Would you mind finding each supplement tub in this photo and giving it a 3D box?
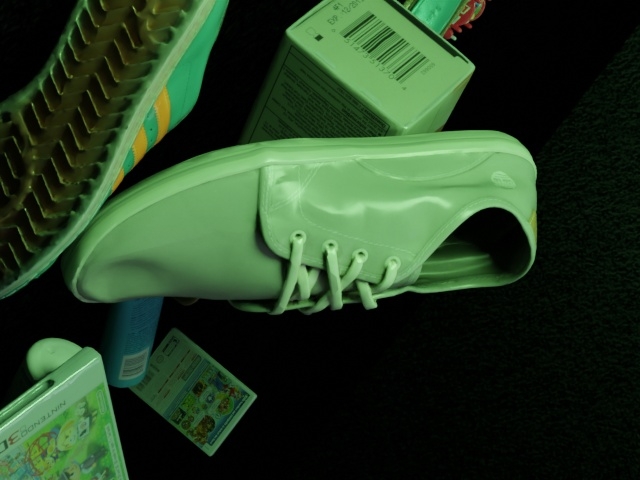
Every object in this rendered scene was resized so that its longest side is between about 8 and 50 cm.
[{"bbox_3d":[-0.251,0.147,1.800,0.071,0.071,0.107,-38,163,-52],"label":"supplement tub"}]

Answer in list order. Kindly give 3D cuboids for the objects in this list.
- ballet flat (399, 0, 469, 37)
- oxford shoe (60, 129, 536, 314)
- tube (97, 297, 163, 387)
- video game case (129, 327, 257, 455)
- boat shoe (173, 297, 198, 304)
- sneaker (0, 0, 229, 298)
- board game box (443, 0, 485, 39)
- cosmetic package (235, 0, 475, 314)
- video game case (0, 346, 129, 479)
[{"bbox_3d":[0.141,-0.281,2.068,0.206,0.073,0.067,-46,-164,-12],"label":"ballet flat"},{"bbox_3d":[0.000,0.000,1.723,0.449,0.130,0.169,-8,148,-21],"label":"oxford shoe"},{"bbox_3d":[-0.177,0.061,1.903,0.080,0.052,0.207,-49,165,-41],"label":"tube"},{"bbox_3d":[-0.142,0.167,2.193,0.087,0.122,0.011,-53,169,10],"label":"video game case"},{"bbox_3d":[-0.107,-0.004,1.921,0.059,0.063,0.170,-34,160,-41],"label":"boat shoe"},{"bbox_3d":[-0.151,-0.080,1.342,0.302,0.108,0.121,-53,165,4],"label":"sneaker"},{"bbox_3d":[0.166,-0.262,2.281,0.169,0.033,0.133,-45,168,-28],"label":"board game box"},{"bbox_3d":[0.012,-0.087,1.903,0.129,0.153,0.296,-41,167,-40],"label":"cosmetic package"},{"bbox_3d":[-0.251,0.225,1.742,0.193,0.023,0.212,-37,138,-32],"label":"video game case"}]
